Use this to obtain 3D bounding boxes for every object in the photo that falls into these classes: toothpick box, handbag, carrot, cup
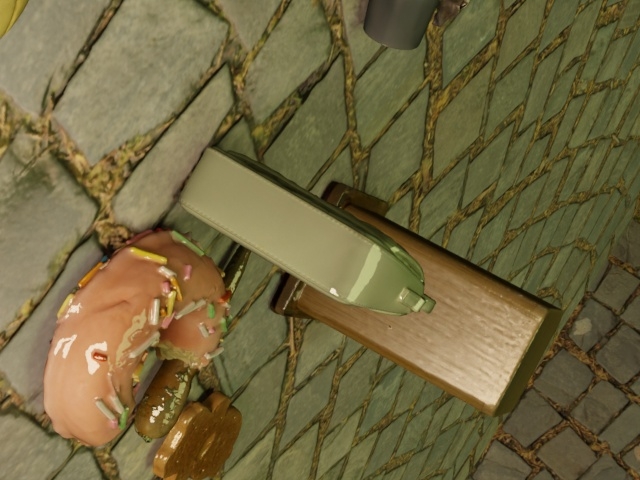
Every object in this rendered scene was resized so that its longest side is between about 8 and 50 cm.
[{"bbox_3d":[0.131,0.081,1.430,0.187,0.308,0.190,-63,159,4],"label":"toothpick box"},{"bbox_3d":[0.000,0.000,1.127,0.079,0.256,0.219,-61,150,2],"label":"handbag"},{"bbox_3d":[-0.136,0.107,1.241,0.254,0.049,0.049,-62,158,-7],"label":"carrot"},{"bbox_3d":[0.090,-0.268,1.257,0.100,0.078,0.077,-83,-171,-55],"label":"cup"}]

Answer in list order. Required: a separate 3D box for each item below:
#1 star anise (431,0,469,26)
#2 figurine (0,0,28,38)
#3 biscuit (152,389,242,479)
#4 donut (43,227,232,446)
[{"bbox_3d":[0.167,-0.345,1.312,0.195,0.065,0.182,-61,158,-23],"label":"star anise"},{"bbox_3d":[-0.243,-0.215,0.554,0.222,0.124,0.324,-50,152,-17],"label":"figurine"},{"bbox_3d":[-0.148,0.244,1.390,0.184,0.027,0.133,1,115,-66],"label":"biscuit"},{"bbox_3d":[-0.169,0.088,1.094,0.233,0.085,0.199,-38,147,-46],"label":"donut"}]
